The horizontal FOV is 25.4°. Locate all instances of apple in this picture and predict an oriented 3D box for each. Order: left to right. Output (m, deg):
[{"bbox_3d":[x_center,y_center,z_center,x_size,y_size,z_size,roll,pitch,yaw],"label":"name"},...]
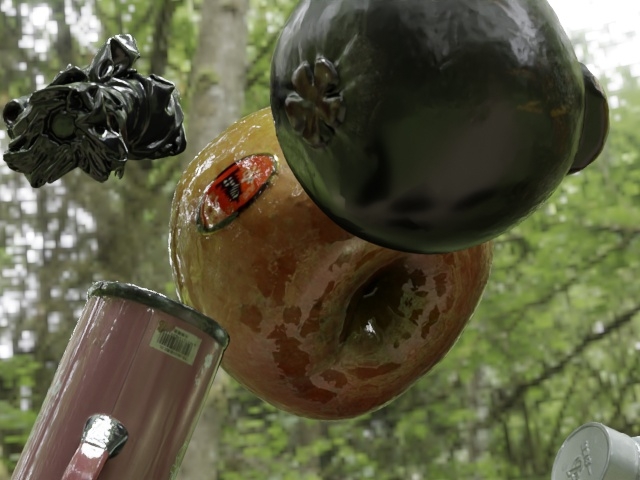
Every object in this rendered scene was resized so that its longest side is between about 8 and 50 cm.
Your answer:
[{"bbox_3d":[0.000,0.000,1.471,0.338,0.305,0.339,-17,-53,-24],"label":"apple"}]

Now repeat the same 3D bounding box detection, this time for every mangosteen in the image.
[{"bbox_3d":[0.112,-0.122,1.187,0.302,0.275,0.275,-4,-17,-38],"label":"mangosteen"}]

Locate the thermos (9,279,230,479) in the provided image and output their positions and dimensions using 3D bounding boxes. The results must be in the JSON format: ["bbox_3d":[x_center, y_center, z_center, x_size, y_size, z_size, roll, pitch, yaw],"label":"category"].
[{"bbox_3d":[-0.164,0.198,0.972,0.109,0.330,0.136,31,-21,-28],"label":"thermos"}]

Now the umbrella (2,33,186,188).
[{"bbox_3d":[-0.191,-0.118,1.298,0.110,0.122,0.272,-49,-3,21],"label":"umbrella"}]

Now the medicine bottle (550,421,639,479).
[{"bbox_3d":[0.240,0.188,1.047,0.130,0.080,0.080,29,-34,-22],"label":"medicine bottle"}]
